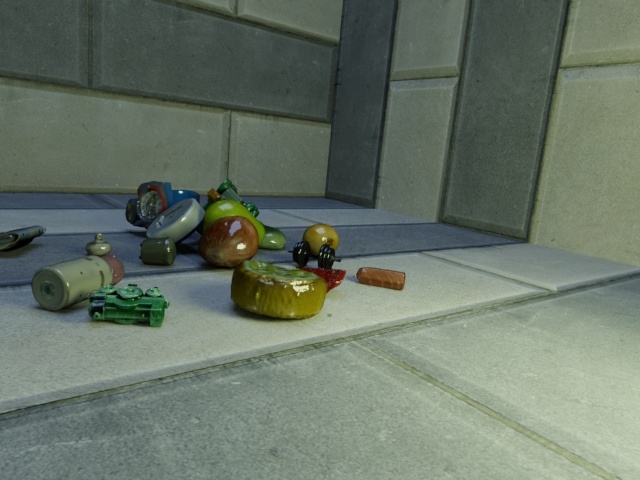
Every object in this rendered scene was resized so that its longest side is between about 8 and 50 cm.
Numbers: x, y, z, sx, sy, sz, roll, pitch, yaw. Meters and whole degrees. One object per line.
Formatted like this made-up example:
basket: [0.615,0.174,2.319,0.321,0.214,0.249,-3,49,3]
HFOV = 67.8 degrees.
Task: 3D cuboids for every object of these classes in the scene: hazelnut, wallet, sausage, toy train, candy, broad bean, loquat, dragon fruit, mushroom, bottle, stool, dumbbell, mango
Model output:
hazelnut: [-0.314,0.012,1.637,0.214,0.177,0.214,-22,21,9]
wallet: [-1.048,-0.001,1.602,0.169,0.070,0.231,-14,11,-8]
sausage: [0.196,0.124,1.591,0.169,0.065,0.065,8,11,18]
toy train: [-0.444,0.153,1.099,0.177,0.071,0.105,5,21,-12]
candy: [-0.109,0.127,1.267,0.259,0.118,0.260,8,9,-1]
broad bean: [-0.249,-0.022,2.040,0.227,0.100,0.169,11,18,20]
loquat: [0.000,0.000,1.933,0.163,0.137,0.163,-10,15,3]
dragon fruit: [0.009,0.127,1.456,0.162,0.083,0.106,-3,-13,18]
mushroom: [-0.764,0.012,1.640,0.085,0.080,0.085,-1,12,0]
bottle: [-0.598,0.095,1.210,0.109,0.110,0.233,8,10,14]
stool: [-0.541,0.037,1.590,0.110,0.096,0.096,-2,11,-6]
dumbbell: [-0.023,0.055,1.730,0.208,0.099,0.099,10,11,22]
toy train: [-0.417,-0.109,2.078,0.178,0.249,0.429,44,-4,1]
mango: [-0.332,-0.040,1.829,0.149,0.185,0.273,28,-13,45]

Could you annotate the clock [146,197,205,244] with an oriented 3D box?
clock: [-0.554,-0.066,1.830,0.230,0.083,0.231,-27,28,16]

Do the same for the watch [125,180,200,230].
watch: [-0.686,-0.119,2.104,0.304,0.242,0.274,-11,-9,29]
